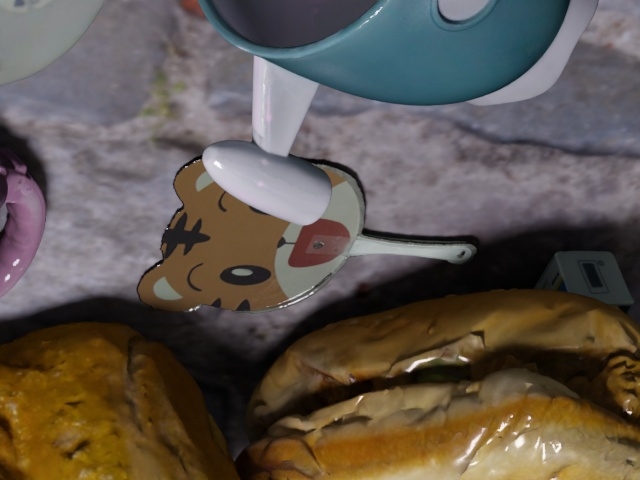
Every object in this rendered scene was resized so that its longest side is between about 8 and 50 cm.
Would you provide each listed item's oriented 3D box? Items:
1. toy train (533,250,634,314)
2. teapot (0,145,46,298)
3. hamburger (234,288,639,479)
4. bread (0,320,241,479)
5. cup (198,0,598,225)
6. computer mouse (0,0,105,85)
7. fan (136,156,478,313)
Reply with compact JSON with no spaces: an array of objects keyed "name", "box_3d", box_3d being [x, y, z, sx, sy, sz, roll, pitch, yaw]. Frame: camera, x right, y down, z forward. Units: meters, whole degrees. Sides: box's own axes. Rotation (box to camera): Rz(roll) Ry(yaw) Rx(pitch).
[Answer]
[{"name":"toy train","box_3d":[0.152,0.097,1.405,0.052,0.051,0.234,0,142,-20]},{"name":"teapot","box_3d":[-0.220,0.010,1.106,0.148,0.116,0.146,13,122,-28]},{"name":"hamburger","box_3d":[0.104,0.167,1.318,0.304,0.174,0.284,-11,133,28]},{"name":"bread","box_3d":[-0.204,0.217,1.186,0.337,0.328,0.148,-15,144,-1]},{"name":"cup","box_3d":[0.049,-0.141,0.987,0.173,0.167,0.299,21,102,-45]},{"name":"computer mouse","box_3d":[-0.248,-0.163,0.899,0.331,0.095,0.197,10,134,-19]},{"name":"fan","box_3d":[0.000,0.000,1.260,0.227,0.008,0.152,3,137,-23]}]
